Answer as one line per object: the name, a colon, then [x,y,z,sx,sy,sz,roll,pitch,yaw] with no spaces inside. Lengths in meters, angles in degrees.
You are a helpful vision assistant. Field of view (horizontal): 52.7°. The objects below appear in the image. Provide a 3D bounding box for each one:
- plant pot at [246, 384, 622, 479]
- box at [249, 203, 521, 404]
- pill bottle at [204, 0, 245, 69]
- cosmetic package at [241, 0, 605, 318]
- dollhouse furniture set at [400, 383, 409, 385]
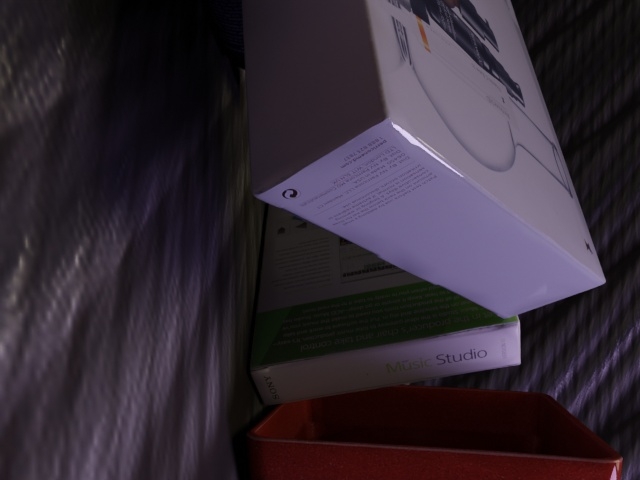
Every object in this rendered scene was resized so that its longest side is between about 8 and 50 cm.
plant pot: [0.089,0.268,0.575,0.267,0.267,0.236,20,72,-81]
box: [0.054,0.016,0.675,0.322,0.232,0.058,-89,166,-55]
pill bottle: [-0.056,-0.251,0.656,0.219,0.122,0.123,72,10,-48]
cosmetic package: [0.071,-0.157,0.494,0.284,0.097,0.377,27,47,-45]
dollhouse furniture set: [0.055,0.258,0.970,0.303,0.198,0.286,51,-43,35]
